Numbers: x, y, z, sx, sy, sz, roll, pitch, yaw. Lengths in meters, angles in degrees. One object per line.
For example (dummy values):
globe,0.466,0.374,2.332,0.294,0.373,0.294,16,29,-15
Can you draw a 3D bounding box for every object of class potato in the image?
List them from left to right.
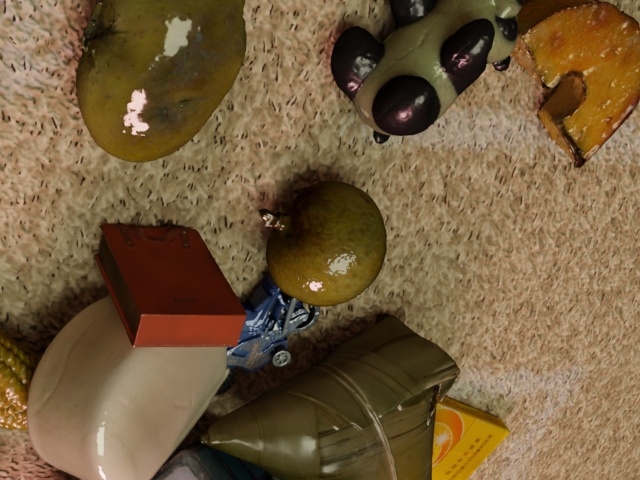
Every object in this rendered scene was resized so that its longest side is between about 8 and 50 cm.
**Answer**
potato,-0.166,-0.190,1.074,0.169,0.143,0.248,2,131,-34

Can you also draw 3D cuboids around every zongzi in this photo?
zongzi,0.006,0.363,1.469,0.418,0.181,0.447,-18,119,-36

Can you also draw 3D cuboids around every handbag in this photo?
handbag,-0.177,0.048,1.205,0.127,0.190,0.063,3,120,-28

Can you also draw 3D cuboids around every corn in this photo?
corn,-0.430,0.119,1.173,0.120,0.120,0.363,-43,134,6

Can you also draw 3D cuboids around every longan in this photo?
longan,0.000,0.000,1.298,0.176,0.145,0.154,32,61,-25

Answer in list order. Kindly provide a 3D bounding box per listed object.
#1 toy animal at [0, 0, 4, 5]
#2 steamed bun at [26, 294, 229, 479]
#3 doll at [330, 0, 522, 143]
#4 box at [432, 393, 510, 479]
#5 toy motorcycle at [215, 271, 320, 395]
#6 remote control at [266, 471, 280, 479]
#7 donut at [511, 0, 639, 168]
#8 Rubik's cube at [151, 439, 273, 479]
toy animal,-0.386,-0.261,0.927,0.221,0.104,0.131,6,121,-30
steamed bun,-0.231,0.164,1.239,0.241,0.146,0.164,-52,138,-32
doll,0.127,-0.218,1.216,0.234,0.143,0.135,-44,155,6
box,0.174,0.319,1.687,0.269,0.043,0.152,25,109,-39
toy motorcycle,-0.098,0.121,1.385,0.205,0.076,0.114,-38,125,1
remote control,-0.096,0.488,1.627,0.221,0.103,0.332,-4,125,-33
donut,0.334,-0.225,1.334,0.152,0.101,0.259,-36,131,0
Rubik's cube,-0.171,0.456,1.362,0.304,0.301,0.305,-38,175,0
